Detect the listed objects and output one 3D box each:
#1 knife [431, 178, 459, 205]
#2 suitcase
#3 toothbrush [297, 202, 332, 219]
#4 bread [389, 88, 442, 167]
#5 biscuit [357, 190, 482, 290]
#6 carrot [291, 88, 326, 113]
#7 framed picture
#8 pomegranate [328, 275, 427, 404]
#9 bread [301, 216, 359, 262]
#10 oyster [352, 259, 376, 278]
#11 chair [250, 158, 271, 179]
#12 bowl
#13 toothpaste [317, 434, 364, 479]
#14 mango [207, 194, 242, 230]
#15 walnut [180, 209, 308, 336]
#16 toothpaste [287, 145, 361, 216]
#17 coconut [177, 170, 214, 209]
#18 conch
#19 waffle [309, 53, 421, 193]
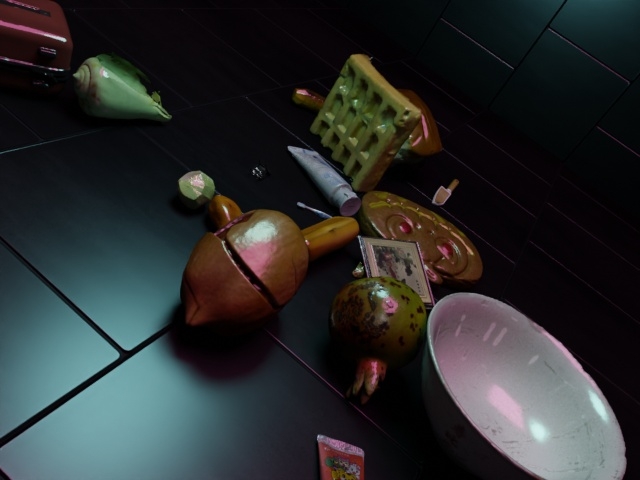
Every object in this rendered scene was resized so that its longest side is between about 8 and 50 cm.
[{"bbox_3d":[0.431,-0.168,2.019,0.046,0.022,0.256,45,38,3],"label":"knife"},{"bbox_3d":[-0.714,-0.455,1.285,0.296,0.161,0.236,3,41,-37],"label":"suitcase"},{"bbox_3d":[0.012,-0.065,1.530,0.162,0.014,0.017,22,19,-17],"label":"toothbrush"},{"bbox_3d":[0.266,-0.371,1.959,0.250,0.224,0.279,-10,70,-55],"label":"bread"},{"bbox_3d":[0.287,-0.001,1.627,0.393,0.070,0.351,21,34,-19],"label":"biscuit"},{"bbox_3d":[0.047,-0.451,2.029,0.314,0.066,0.066,19,34,-21],"label":"carrot"},{"bbox_3d":[0.192,0.078,1.435,0.199,0.010,0.195,6,59,-31],"label":"framed picture"},{"bbox_3d":[0.101,0.190,1.140,0.198,0.246,0.198,19,-3,1],"label":"pomegranate"},{"bbox_3d":[0.000,0.000,1.369,0.092,0.074,0.239,8,19,34],"label":"bread"},{"bbox_3d":[0.115,0.070,1.422,0.051,0.034,0.093,30,36,9],"label":"oyster"},{"bbox_3d":[-0.158,-0.182,1.524,0.037,0.042,0.086,39,-3,9],"label":"chair"},{"bbox_3d":[0.338,0.324,1.118,0.434,0.196,0.435,22,34,-16],"label":"bowl"},{"bbox_3d":[0.034,0.403,0.893,0.089,0.057,0.234,24,25,-12],"label":"toothpaste"},{"bbox_3d":[-0.207,-0.050,1.275,0.080,0.060,0.114,27,27,-39],"label":"mango"},{"bbox_3d":[-0.136,0.066,1.064,0.203,0.203,0.298,36,49,6],"label":"walnut"},{"bbox_3d":[0.012,-0.179,1.641,0.113,0.073,0.299,4,35,-37],"label":"toothpaste"},{"bbox_3d":[-0.275,-0.113,1.288,0.082,0.081,0.083,-20,69,-11],"label":"coconut"},{"bbox_3d":[-0.476,-0.366,1.393,0.143,0.137,0.250,45,34,20],"label":"conch"},{"bbox_3d":[0.123,-0.361,1.754,0.077,0.304,0.348,0,43,-40],"label":"waffle"}]
